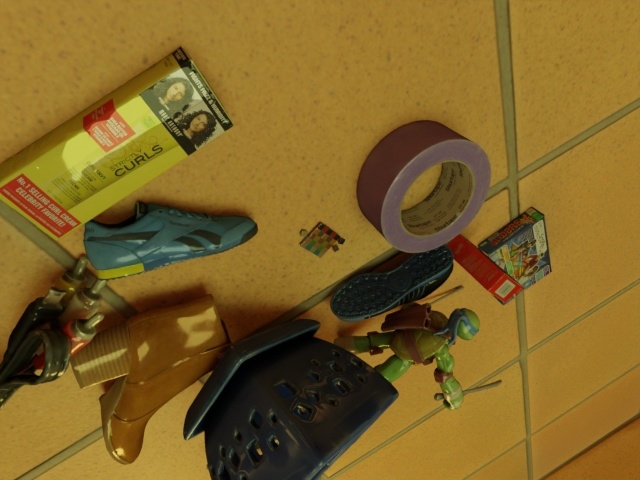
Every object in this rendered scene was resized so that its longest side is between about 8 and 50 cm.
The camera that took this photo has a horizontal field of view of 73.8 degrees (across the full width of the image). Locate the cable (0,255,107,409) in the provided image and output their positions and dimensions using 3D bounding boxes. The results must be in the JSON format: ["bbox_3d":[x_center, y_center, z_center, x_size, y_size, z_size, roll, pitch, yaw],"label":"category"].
[{"bbox_3d":[-0.355,0.158,0.527,0.072,0.139,0.287,20,116,-47],"label":"cable"}]

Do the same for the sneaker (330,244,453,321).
[{"bbox_3d":[0.132,0.089,0.760,0.233,0.081,0.090,-25,148,0],"label":"sneaker"}]

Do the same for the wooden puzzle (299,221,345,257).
[{"bbox_3d":[0.000,0.000,0.676,0.049,0.006,0.083,-47,131,11],"label":"wooden puzzle"}]

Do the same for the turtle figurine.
[{"bbox_3d":[0.179,0.218,0.793,0.267,0.197,0.275,-24,167,17],"label":"turtle figurine"}]

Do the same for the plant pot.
[{"bbox_3d":[-0.058,0.269,0.668,0.236,0.212,0.235,-10,139,-56],"label":"plant pot"}]

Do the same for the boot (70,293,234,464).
[{"bbox_3d":[-0.231,0.220,0.659,0.212,0.104,0.294,-15,131,-22],"label":"boot"}]

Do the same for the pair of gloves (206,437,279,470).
[{"bbox_3d":[-0.091,0.415,0.889,0.240,0.042,0.204,22,120,-43],"label":"pair of gloves"}]

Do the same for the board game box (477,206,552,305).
[{"bbox_3d":[0.416,0.040,0.900,0.136,0.035,0.201,-35,132,0],"label":"board game box"}]

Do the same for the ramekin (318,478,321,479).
[{"bbox_3d":[-0.079,0.680,1.069,0.207,0.109,0.207,-14,128,-18],"label":"ramekin"}]

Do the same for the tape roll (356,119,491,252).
[{"bbox_3d":[0.156,-0.079,0.650,0.189,0.080,0.188,-14,128,-19],"label":"tape roll"}]

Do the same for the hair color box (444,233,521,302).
[{"bbox_3d":[0.282,0.042,0.761,0.072,0.141,0.043,28,107,-39],"label":"hair color box"}]

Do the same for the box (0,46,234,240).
[{"bbox_3d":[-0.215,-0.102,0.455,0.232,0.058,0.087,-32,133,-2],"label":"box"}]

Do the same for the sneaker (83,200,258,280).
[{"bbox_3d":[-0.179,-0.015,0.534,0.210,0.069,0.082,-15,102,-28],"label":"sneaker"}]
